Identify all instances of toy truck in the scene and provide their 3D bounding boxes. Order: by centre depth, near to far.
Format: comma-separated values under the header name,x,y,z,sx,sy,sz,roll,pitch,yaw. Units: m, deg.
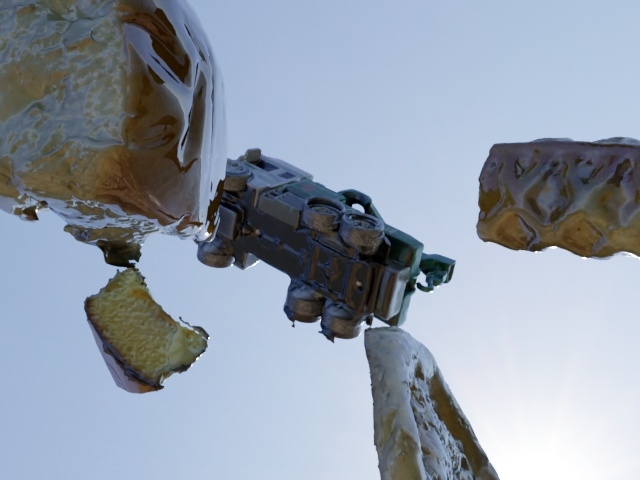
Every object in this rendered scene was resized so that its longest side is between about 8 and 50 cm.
name,x,y,z,sx,sy,sz,roll,pitch,yaw
toy truck,-0.006,0.001,1.567,0.178,0.363,0.177,-26,-45,-53

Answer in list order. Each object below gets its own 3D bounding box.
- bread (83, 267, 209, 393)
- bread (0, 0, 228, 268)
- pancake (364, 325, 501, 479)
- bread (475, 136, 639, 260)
name,x,y,z,sx,sy,sz,roll,pitch,yaw
bread,-0.265,0.145,1.730,0.140,0.160,0.169,-37,-55,-24
bread,-0.198,-0.120,1.016,0.224,0.279,0.250,-14,-19,7
pancake,0.138,0.250,1.221,0.065,0.356,0.356,-28,-48,12
bread,0.256,-0.046,1.006,0.128,0.231,0.088,-61,-35,-32
